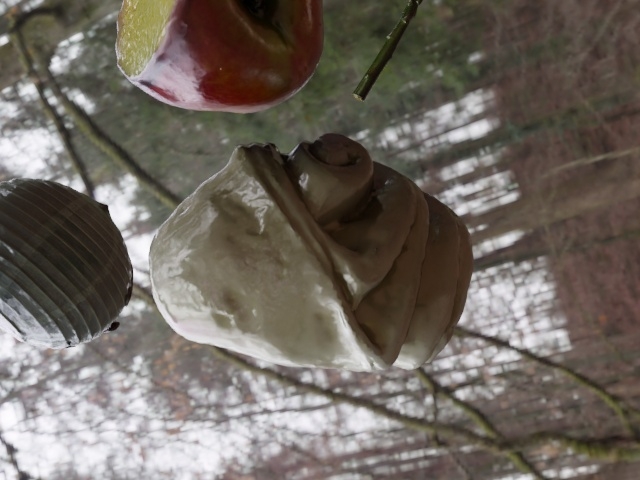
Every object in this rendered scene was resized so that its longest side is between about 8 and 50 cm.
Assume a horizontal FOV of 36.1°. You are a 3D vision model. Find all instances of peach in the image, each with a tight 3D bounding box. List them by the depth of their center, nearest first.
[{"bbox_3d":[-0.124,-0.258,1.115,0.245,0.274,0.249,43,-105,-36],"label":"peach"}]

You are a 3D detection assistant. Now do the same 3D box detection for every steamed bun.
[{"bbox_3d":[0.000,0.000,1.122,0.339,0.352,0.248,-33,-51,-78],"label":"steamed bun"}]

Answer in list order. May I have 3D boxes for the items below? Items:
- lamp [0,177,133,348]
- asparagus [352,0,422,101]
[{"bbox_3d":[-0.382,0.030,1.384,0.265,0.233,0.233,42,-148,-5],"label":"lamp"},{"bbox_3d":[0.066,-0.186,0.920,0.127,0.015,0.018,-60,-29,-6],"label":"asparagus"}]
